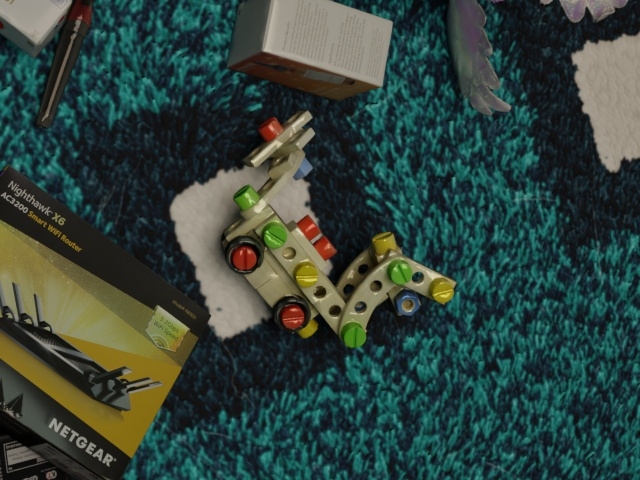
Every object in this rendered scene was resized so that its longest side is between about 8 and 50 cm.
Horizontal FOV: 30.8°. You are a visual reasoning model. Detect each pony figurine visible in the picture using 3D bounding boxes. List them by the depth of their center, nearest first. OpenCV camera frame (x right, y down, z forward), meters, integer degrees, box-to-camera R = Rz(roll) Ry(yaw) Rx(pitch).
[{"bbox_3d":[0.204,-0.389,1.540,0.363,0.303,0.351,11,57,-38],"label":"pony figurine"}]

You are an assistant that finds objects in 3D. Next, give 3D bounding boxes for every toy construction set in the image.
[{"bbox_3d":[0.000,0.000,1.486,0.215,0.151,0.328,-37,96,3],"label":"toy construction set"}]

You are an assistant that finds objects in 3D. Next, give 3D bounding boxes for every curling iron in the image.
[{"bbox_3d":[-0.309,-0.269,1.415,0.068,0.035,0.274,11,85,-12],"label":"curling iron"}]

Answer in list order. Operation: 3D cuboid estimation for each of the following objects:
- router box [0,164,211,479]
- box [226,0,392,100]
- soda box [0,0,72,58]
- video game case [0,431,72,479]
[{"bbox_3d":[-0.312,0.103,1.344,0.309,0.081,0.243,38,59,-19],"label":"router box"},{"bbox_3d":[-0.015,-0.252,1.501,0.170,0.130,0.091,13,83,-24],"label":"box"},{"bbox_3d":[-0.394,-0.308,1.337,0.216,0.074,0.069,38,75,-10],"label":"soda box"},{"bbox_3d":[-0.393,0.351,1.300,0.274,0.035,0.248,-8,91,-46],"label":"video game case"}]
